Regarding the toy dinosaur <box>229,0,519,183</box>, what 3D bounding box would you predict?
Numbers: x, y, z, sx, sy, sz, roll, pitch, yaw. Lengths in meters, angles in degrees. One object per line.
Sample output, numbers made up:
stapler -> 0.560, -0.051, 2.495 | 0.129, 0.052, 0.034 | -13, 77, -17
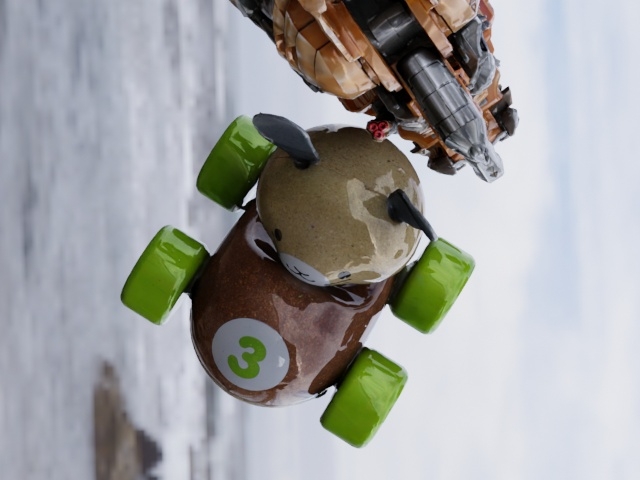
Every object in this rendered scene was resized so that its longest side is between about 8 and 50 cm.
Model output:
toy dinosaur -> 0.021, -0.138, 0.884 | 0.218, 0.164, 0.322 | 60, -13, 23

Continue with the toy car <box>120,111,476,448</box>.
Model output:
toy car -> 0.000, 0.000, 0.958 | 0.149, 0.155, 0.188 | -58, 178, -20
